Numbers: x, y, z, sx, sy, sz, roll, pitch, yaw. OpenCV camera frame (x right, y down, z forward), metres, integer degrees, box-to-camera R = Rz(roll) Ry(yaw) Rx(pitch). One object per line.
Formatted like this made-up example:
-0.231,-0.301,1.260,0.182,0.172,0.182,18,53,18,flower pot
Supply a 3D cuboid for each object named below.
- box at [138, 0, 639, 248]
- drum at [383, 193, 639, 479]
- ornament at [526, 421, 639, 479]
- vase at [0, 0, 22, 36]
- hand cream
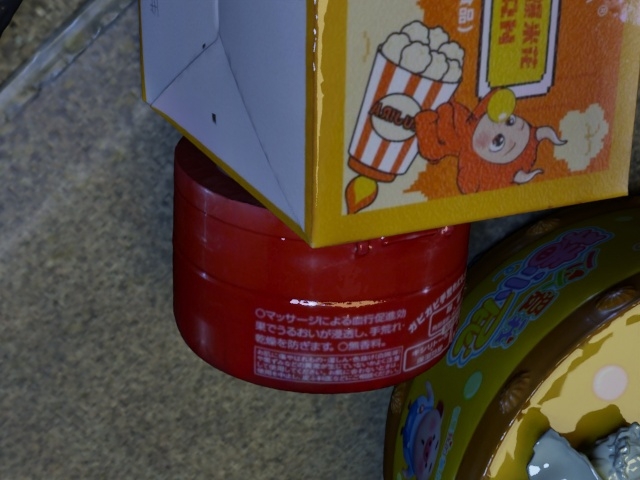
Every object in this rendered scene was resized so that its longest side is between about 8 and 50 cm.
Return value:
0.033,-0.182,0.734,0.214,0.259,0.283,-12,117,-25,box
0.265,0.187,0.979,0.431,0.214,0.431,-2,102,-11,drum
0.158,0.148,0.818,0.092,0.041,0.068,-4,81,2,ornament
-0.184,-0.148,0.759,0.059,0.059,0.167,34,94,-34,vase
0.000,0.000,0.841,0.193,0.193,0.125,-7,116,-24,hand cream
